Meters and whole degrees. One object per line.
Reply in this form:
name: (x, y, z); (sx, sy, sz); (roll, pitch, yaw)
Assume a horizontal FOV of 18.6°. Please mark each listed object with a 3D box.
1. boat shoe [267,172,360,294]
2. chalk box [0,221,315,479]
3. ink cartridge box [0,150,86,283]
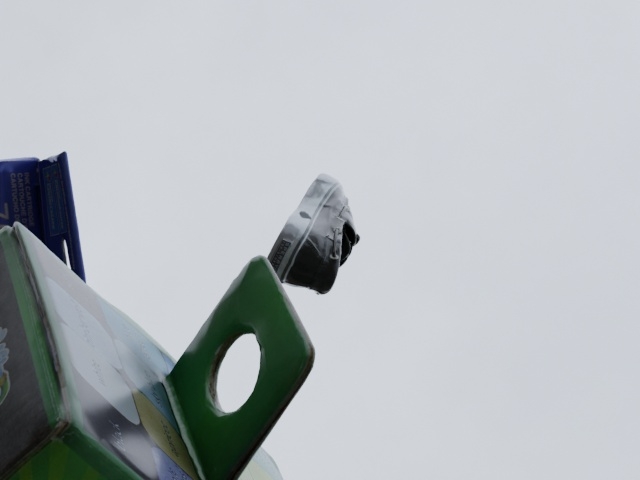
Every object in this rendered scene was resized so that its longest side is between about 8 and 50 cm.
boat shoe: (0.000, 0.000, 1.129); (0.040, 0.142, 0.049); (26, -70, 3)
chalk box: (-0.107, 0.130, 0.766); (0.289, 0.180, 0.179); (-41, -62, 6)
ink cartridge box: (-0.258, 0.044, 1.416); (0.311, 0.065, 0.186); (-10, -94, 55)
